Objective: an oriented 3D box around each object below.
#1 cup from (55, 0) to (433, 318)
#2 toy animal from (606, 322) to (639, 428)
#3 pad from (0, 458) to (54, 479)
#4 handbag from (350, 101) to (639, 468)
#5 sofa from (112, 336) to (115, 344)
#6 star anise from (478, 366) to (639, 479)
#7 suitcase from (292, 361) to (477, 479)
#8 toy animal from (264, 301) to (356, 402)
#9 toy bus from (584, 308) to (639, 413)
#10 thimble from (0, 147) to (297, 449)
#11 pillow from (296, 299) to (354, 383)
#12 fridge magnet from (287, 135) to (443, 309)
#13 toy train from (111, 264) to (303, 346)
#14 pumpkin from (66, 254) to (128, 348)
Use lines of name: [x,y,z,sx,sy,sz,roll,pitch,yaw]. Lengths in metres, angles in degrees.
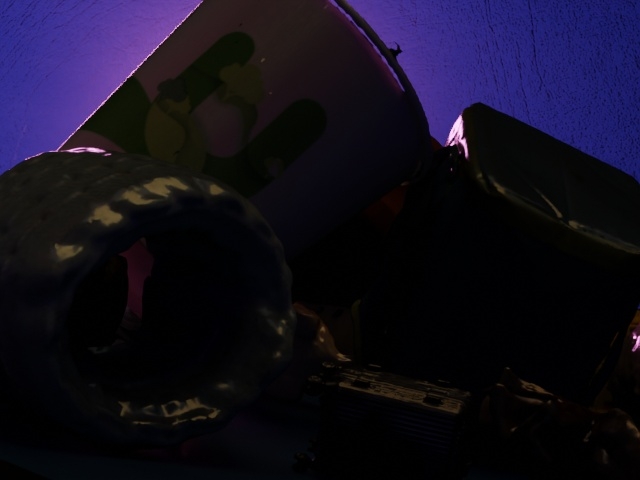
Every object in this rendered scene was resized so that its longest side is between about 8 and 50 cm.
cup: [-0.082,-0.072,1.654,0.253,0.274,0.253,43,-19,19]
toy animal: [0.397,0.145,1.894,0.227,0.188,0.358,1,-3,32]
pad: [-0.242,0.132,1.182,0.190,0.004,0.127,13,3,40]
handbag: [0.165,0.039,1.740,0.222,0.241,0.263,22,23,-12]
sofa: [-0.220,0.080,1.820,0.118,0.060,0.039,12,8,-13]
star anise: [0.201,0.173,1.415,0.214,0.099,0.220,33,-2,29]
suitcase: [0.050,0.142,1.439,0.126,0.086,0.059,12,18,12]
toy animal: [-0.033,0.100,1.877,0.184,0.104,0.185,10,-2,-3]
toy bus: [0.262,0.128,2.027,0.144,0.152,0.330,15,4,36]
thimble: [-0.138,0.041,1.403,0.250,0.204,0.172,3,8,-38]
pillow: [0.022,0.112,1.949,0.241,0.093,0.051,12,-20,21]
fridge magnet: [0.000,0.000,2.039,0.364,0.363,0.155,13,39,14]
toy train: [-0.106,0.064,1.732,0.105,0.178,0.071,35,-31,20]
pumpkin: [-0.313,0.029,1.575,0.317,0.139,0.222,19,1,42]
